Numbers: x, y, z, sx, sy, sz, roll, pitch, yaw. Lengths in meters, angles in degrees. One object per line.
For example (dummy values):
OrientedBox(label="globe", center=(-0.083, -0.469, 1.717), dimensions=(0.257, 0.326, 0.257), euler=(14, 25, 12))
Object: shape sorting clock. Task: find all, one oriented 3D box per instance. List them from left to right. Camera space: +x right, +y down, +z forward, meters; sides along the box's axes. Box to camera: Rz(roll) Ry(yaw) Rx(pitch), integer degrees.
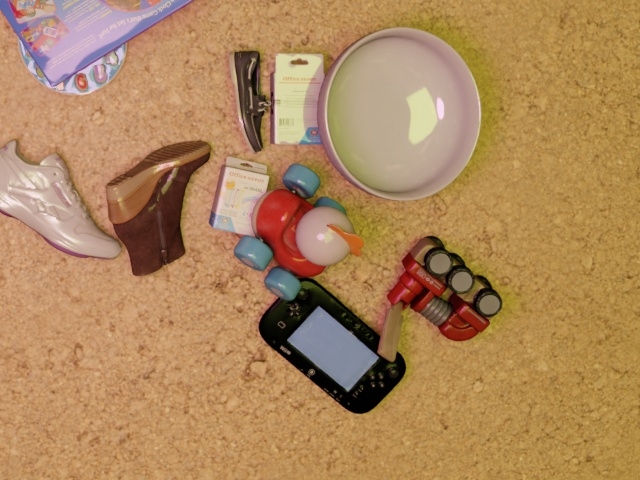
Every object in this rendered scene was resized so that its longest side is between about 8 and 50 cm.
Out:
OrientedBox(label="shape sorting clock", center=(-0.476, -0.383, 1.831), dimensions=(0.206, 0.040, 0.206), euler=(-1, 97, -11))

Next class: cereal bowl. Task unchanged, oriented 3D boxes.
OrientedBox(label="cereal bowl", center=(0.144, -0.252, 1.911), dimensions=(0.338, 0.141, 0.339), euler=(-3, 98, -18))

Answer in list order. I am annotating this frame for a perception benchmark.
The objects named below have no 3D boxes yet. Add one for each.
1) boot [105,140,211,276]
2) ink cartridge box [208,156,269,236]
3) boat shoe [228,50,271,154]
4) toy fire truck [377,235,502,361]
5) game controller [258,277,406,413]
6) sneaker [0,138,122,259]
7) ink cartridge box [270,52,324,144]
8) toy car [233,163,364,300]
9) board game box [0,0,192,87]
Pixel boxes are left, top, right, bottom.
OrientedBox(label="boot", center=(-0.302, -0.067, 1.891), dimensions=(0.248, 0.090, 0.207), euler=(-32, 125, -28))
OrientedBox(label="ink cartridge box", center=(-0.162, -0.090, 1.904), dimensions=(0.092, 0.090, 0.143), euler=(11, 95, -12))
OrientedBox(label="boat shoe", center=(-0.133, -0.276, 1.891), dimensions=(0.064, 0.075, 0.206), euler=(-10, 95, 6))
OrientedBox(label="toy fire truck", center=(0.231, 0.150, 1.994), dimensions=(0.217, 0.158, 0.246), euler=(39, 100, -14))
OrientedBox(label="game controller", center=(0.026, 0.223, 1.993), dimensions=(0.319, 0.067, 0.166), euler=(41, 88, -12))
OrientedBox(label="sneaker", center=(-0.502, -0.074, 1.825), dimensions=(0.305, 0.114, 0.152), euler=(34, 91, -13))
OrientedBox(label="ink cartridge box", center=(-0.047, -0.284, 1.918), dimensions=(0.104, 0.060, 0.180), euler=(-1, 98, -11))
OrientedBox(label="toy car", center=(0.000, 0.000, 1.831), dimensions=(0.219, 0.238, 0.210), euler=(-56, 132, -18))
OrientedBox(label="board game box", center=(-0.411, -0.473, 1.757), dimensions=(0.347, 0.078, 0.233), euler=(-31, 105, 0))
